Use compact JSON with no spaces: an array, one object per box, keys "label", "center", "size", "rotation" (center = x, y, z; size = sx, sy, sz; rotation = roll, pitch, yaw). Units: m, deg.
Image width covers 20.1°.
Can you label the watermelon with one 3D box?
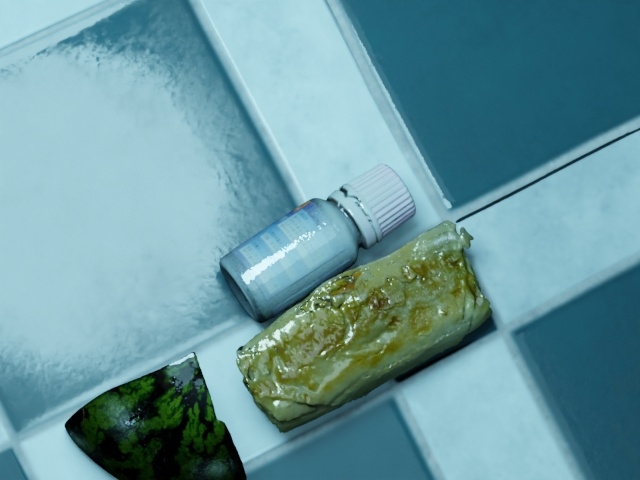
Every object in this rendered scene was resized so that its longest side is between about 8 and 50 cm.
[{"label":"watermelon","center":[-0.146,0.201,1.786],"size":[0.137,0.193,0.145],"rotation":[-20,83,-54]}]

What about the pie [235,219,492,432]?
[{"label":"pie","center":[0.048,0.088,1.843],"size":[0.282,0.068,0.128],"rotation":[-29,99,-11]}]

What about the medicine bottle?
[{"label":"medicine bottle","center":[0.000,0.000,1.846],"size":[0.203,0.083,0.083],"rotation":[-32,85,-10]}]
